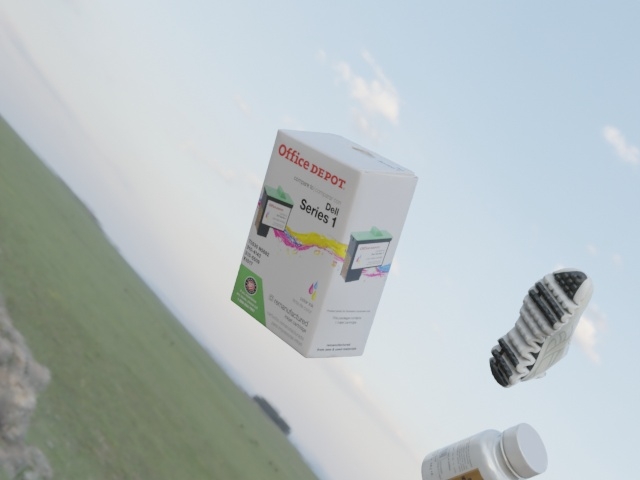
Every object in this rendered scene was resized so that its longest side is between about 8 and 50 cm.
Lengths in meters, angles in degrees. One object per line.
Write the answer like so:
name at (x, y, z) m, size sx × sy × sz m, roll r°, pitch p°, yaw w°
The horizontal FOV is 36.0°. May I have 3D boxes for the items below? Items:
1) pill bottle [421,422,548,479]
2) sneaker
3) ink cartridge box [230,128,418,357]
pill bottle at (0.324, 0.446, 1.945) m, size 0.131 × 0.229 × 0.131 m, roll 34°, pitch 40°, yaw -34°
sneaker at (0.434, 0.164, 1.866) m, size 0.292 × 0.118 × 0.110 m, roll -61°, pitch -145°, yaw 37°
ink cartridge box at (0.000, 0.000, 1.414) m, size 0.117 × 0.278 × 0.201 m, roll 4°, pitch 19°, yaw -41°
